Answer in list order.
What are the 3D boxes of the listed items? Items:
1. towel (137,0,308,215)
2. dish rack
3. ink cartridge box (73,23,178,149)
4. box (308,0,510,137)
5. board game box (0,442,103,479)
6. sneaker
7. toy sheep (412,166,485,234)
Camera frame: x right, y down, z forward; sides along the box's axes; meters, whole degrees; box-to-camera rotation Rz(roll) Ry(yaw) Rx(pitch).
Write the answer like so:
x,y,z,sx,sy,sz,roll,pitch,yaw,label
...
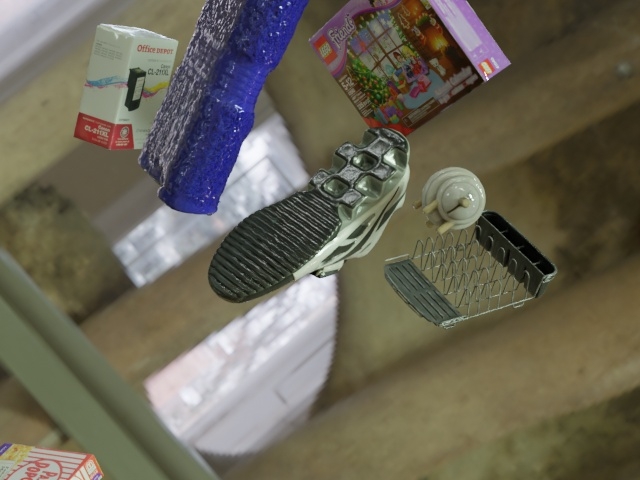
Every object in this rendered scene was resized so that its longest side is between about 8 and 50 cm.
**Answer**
x,y,z,sx,sy,sz,roll,pitch,yaw,label
-0.071,-0.177,1.276,0.076,0.308,0.227,23,8,-19,towel
0.258,0.054,2.421,0.208,0.271,0.074,47,-38,42,dish rack
-0.294,-0.231,2.051,0.072,0.175,0.127,20,14,23,ink cartridge box
0.115,-0.262,1.883,0.201,0.057,0.293,55,-28,-2,box
-0.445,0.375,2.038,0.193,0.147,0.045,1,-57,34,board game box
0.000,0.000,1.809,0.122,0.330,0.146,40,-23,34,sneaker
0.170,-0.052,1.745,0.091,0.091,0.132,52,-1,-16,toy sheep
